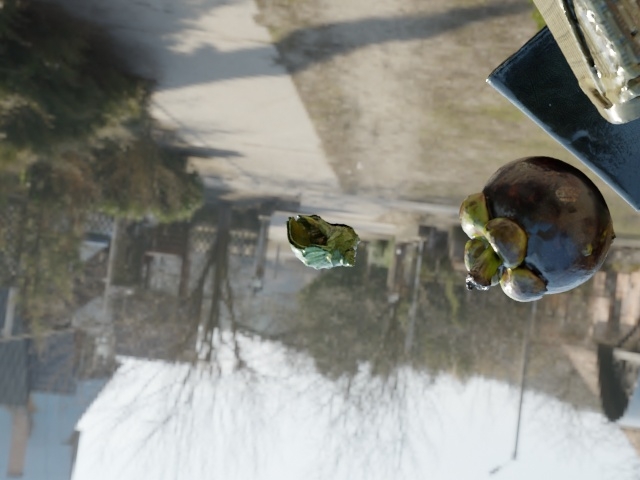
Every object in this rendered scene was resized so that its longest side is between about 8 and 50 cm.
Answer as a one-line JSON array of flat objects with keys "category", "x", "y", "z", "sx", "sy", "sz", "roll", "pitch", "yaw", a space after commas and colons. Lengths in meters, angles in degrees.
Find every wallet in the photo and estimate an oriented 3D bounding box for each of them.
[{"category": "wallet", "x": 0.402, "y": -0.181, "z": 1.404, "sx": 0.318, "sy": 0.045, "sz": 0.172, "roll": 36, "pitch": 134, "yaw": -14}]

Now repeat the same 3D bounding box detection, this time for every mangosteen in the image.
[{"category": "mangosteen", "x": 0.274, "y": -0.007, "z": 1.331, "sx": 0.217, "sy": 0.192, "sz": 0.192, "roll": -30, "pitch": -164, "yaw": -27}]

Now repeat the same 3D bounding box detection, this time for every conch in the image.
[{"category": "conch", "x": 0.000, "y": 0.000, "z": 1.324, "sx": 0.121, "sy": 0.074, "sz": 0.089, "roll": 40, "pitch": -158, "yaw": 28}]

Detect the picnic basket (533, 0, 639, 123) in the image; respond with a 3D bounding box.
[{"category": "picnic basket", "x": 0.288, "y": -0.222, "z": 0.794, "sx": 0.228, "sy": 0.175, "sz": 0.313, "roll": -30, "pitch": -178, "yaw": 12}]
